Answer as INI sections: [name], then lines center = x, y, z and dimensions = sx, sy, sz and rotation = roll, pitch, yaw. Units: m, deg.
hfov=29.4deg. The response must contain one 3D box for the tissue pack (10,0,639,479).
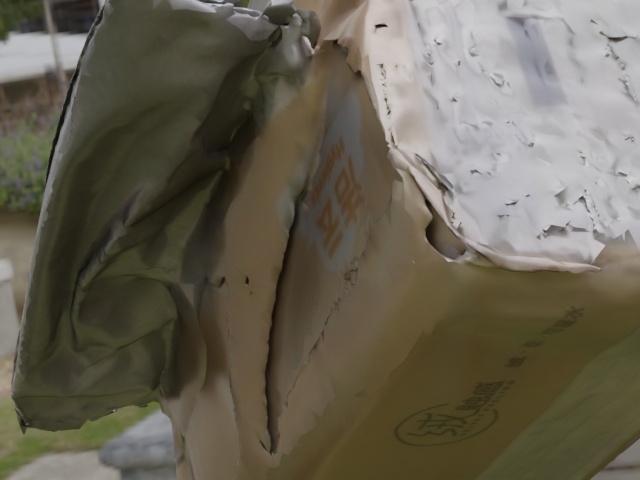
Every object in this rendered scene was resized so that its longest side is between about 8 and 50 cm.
[tissue pack]
center = 0.000, 0.000, 0.477
dimensions = 0.238, 0.238, 0.305
rotation = -12, -28, -26
